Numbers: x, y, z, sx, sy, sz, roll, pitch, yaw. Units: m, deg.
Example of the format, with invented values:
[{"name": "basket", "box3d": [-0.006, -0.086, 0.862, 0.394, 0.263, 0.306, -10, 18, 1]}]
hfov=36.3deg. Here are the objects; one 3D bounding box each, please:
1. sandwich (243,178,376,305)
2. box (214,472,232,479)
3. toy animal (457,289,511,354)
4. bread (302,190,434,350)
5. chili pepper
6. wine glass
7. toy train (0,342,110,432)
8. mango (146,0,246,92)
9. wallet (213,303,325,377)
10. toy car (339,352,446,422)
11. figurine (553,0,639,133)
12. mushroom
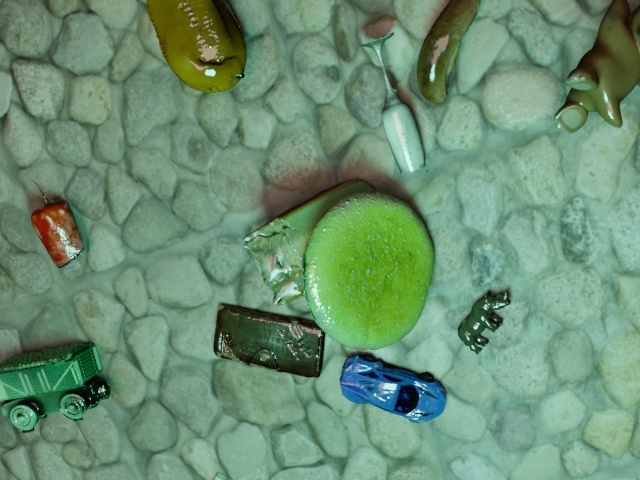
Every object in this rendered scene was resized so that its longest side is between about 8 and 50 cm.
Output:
[{"name": "sandwich", "box3d": [0.000, 0.000, 1.818, 0.227, 0.198, 0.155, -28, 94, 21]}, {"name": "box", "box3d": [-0.166, 0.578, 2.099, 0.167, 0.024, 0.090, 27, 109, 8]}, {"name": "toy animal", "box3d": [0.312, 0.145, 1.844, 0.065, 0.047, 0.136, 39, 116, 13]}, {"name": "bread", "box3d": [0.093, 0.051, 1.775, 0.045, 0.301, 0.301, 1, 107, 56]}, {"name": "chili pepper", "box3d": [-0.556, -0.041, 2.033, 0.086, 0.084, 0.192, -24, 101, 3]}, {"name": "wine glass", "box3d": [0.138, -0.244, 1.789, 0.074, 0.074, 0.262, -13, 101, 19]}, {"name": "toy train", "box3d": [-0.587, 0.319, 2.112, 0.269, 0.115, 0.154, -12, 105, 19]}, {"name": "mango", "box3d": [-0.237, -0.386, 1.823, 0.249, 0.156, 0.151, 57, 147, -2]}, {"name": "wallet", "box3d": [-0.105, 0.207, 1.988, 0.232, 0.031, 0.122, 10, 104, 13]}, {"name": "toy car", "box3d": [0.140, 0.296, 1.921, 0.216, 0.063, 0.103, 17, 107, 12]}, {"name": "figurine", "box3d": [0.523, -0.284, 1.599, 0.173, 0.177, 0.247, 29, 65, 15]}, {"name": "mushroom", "box3d": [0.218, -0.343, 1.732, 0.072, 0.094, 0.210, 21, 112, 7]}]
